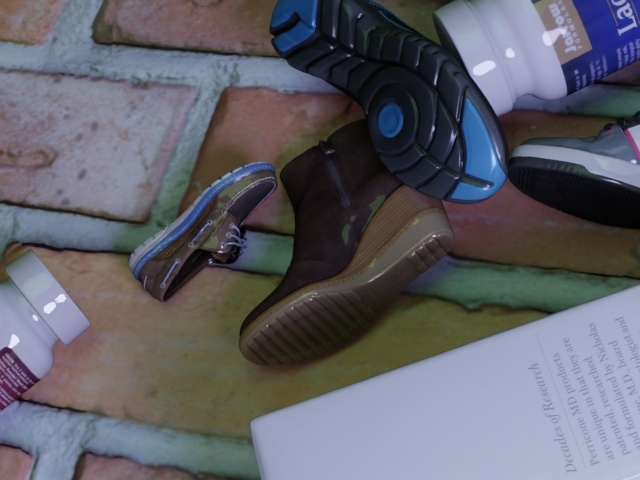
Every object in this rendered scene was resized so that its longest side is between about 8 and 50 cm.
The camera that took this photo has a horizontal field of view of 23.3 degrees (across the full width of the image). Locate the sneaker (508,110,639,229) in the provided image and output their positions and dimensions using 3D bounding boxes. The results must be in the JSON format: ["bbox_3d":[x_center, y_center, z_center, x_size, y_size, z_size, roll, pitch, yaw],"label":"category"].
[{"bbox_3d":[0.336,-0.110,1.474,0.295,0.124,0.178,9,68,13],"label":"sneaker"}]

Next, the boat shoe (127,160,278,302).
[{"bbox_3d":[-0.109,-0.005,1.592,0.183,0.066,0.066,-40,66,6],"label":"boat shoe"}]

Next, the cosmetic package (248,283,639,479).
[{"bbox_3d":[0.196,0.183,1.282,0.453,0.230,0.162,-20,57,6],"label":"cosmetic package"}]

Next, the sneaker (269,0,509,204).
[{"bbox_3d":[0.094,-0.158,1.558,0.341,0.139,0.125,50,118,36],"label":"sneaker"}]

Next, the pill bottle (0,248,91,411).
[{"bbox_3d":[-0.346,0.116,1.554,0.221,0.121,0.121,-39,57,-9],"label":"pill bottle"}]

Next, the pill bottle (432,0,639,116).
[{"bbox_3d":[0.255,-0.233,1.559,0.264,0.153,0.153,-27,56,1],"label":"pill bottle"}]

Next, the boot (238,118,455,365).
[{"bbox_3d":[0.000,0.000,1.558,0.248,0.090,0.207,-33,44,-1],"label":"boot"}]
